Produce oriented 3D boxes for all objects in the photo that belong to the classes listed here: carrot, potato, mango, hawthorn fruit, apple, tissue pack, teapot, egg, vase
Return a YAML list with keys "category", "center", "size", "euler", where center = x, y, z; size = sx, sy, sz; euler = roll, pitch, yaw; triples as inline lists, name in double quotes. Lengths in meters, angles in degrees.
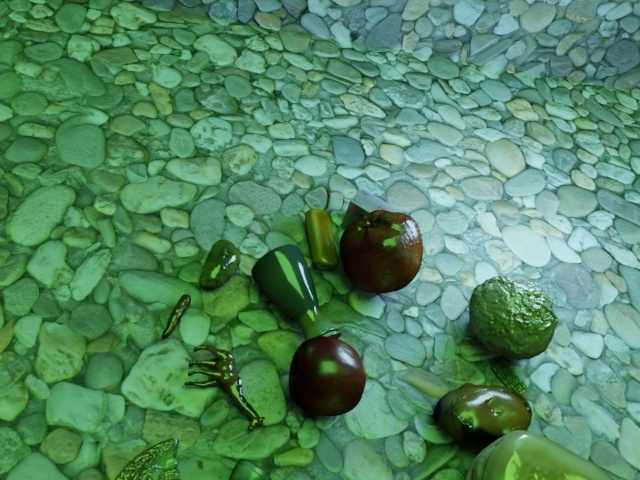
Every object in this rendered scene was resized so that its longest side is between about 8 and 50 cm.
- category: "carrot"
  center: [-0.427, 0.223, 1.902]
  size: [0.036, 0.035, 0.165]
  euler: [24, 51, 2]
- category: "potato"
  center: [-0.317, 0.076, 2.029]
  size: [0.105, 0.085, 0.188]
  euler: [24, 53, 5]
- category: "mango"
  center: [0.481, 0.512, 1.888]
  size: [0.288, 0.152, 0.201]
  euler: [7, 53, -12]
- category: "hawthorn fruit"
  center: [0.195, 0.048, 2.101]
  size: [0.276, 0.299, 0.275]
  euler: [0, 24, 0]
- category: "apple"
  center: [0.015, 0.380, 1.796]
  size: [0.202, 0.218, 0.218]
  euler: [6, 50, -16]
- category: "tissue pack"
  center: [0.210, -0.057, 2.273]
  size: [0.246, 0.148, 0.092]
  euler: [33, 51, 10]
- category: "teapot"
  center: [-0.179, 0.632, 1.618]
  size: [0.111, 0.149, 0.108]
  euler: [10, 49, 40]
- category: "egg"
  center: [0.614, 0.247, 2.076]
  size: [0.279, 0.279, 0.310]
  euler: [-14, 27, -28]
- category: "vase"
  center: [-0.066, 0.182, 1.978]
  size: [0.173, 0.173, 0.321]
  euler: [-20, 64, -31]

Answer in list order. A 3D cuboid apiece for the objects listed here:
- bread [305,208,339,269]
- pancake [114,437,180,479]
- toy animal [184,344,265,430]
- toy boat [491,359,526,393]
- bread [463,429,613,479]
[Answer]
- category: "bread"
  center: [0.000, 0.000, 2.204]
  size: [0.093, 0.074, 0.239]
  euler: [13, 48, -29]
- category: "pancake"
  center: [-0.420, 0.641, 1.548]
  size: [0.197, 0.054, 0.376]
  euler: [24, 50, 4]
- category: "toy animal"
  center: [-0.259, 0.406, 1.786]
  size: [0.230, 0.066, 0.224]
  euler: [15, 48, -13]
- category: "toy boat"
  center: [0.608, 0.442, 2.079]
  size: [0.063, 0.016, 0.115]
  euler: [-23, 61, -33]
- category: "bread"
  center: [0.565, 0.697, 1.688]
  size: [0.376, 0.253, 0.347]
  euler: [27, 64, 6]
